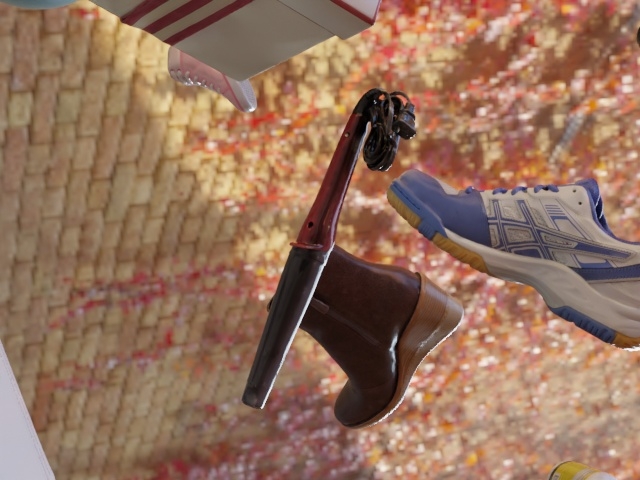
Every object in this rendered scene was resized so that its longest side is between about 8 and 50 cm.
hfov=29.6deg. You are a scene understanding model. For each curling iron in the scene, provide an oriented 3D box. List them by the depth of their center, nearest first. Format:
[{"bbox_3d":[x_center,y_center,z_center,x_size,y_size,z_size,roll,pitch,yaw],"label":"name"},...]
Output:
[{"bbox_3d":[0.000,0.000,0.927,0.274,0.035,0.068,-63,-155,-8],"label":"curling iron"}]

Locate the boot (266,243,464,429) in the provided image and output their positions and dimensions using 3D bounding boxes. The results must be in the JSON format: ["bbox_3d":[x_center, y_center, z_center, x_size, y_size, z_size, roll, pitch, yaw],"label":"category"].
[{"bbox_3d":[0.025,0.112,1.435,0.248,0.207,0.090,-53,-155,32],"label":"boot"}]

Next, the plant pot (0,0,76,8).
[{"bbox_3d":[-0.394,-0.448,1.629,0.235,0.293,0.293,65,9,-72],"label":"plant pot"}]

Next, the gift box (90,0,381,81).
[{"bbox_3d":[-0.067,-0.324,1.032,0.258,0.255,0.276,-11,-118,56],"label":"gift box"}]

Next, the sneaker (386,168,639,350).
[{"bbox_3d":[0.211,-0.014,1.180,0.296,0.112,0.131,28,-81,14],"label":"sneaker"}]

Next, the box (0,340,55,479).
[{"bbox_3d":[-0.284,0.165,0.871,0.182,0.119,0.181,-100,176,-67],"label":"box"}]

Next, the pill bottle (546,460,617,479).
[{"bbox_3d":[0.351,0.329,1.573,0.116,0.065,0.065,-172,-103,-67],"label":"pill bottle"}]

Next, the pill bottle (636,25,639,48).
[{"bbox_3d":[0.554,-0.243,1.787,0.123,0.123,0.219,111,-32,-46],"label":"pill bottle"}]

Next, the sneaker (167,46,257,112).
[{"bbox_3d":[-0.125,-0.182,1.350,0.134,0.070,0.051,59,12,23],"label":"sneaker"}]
